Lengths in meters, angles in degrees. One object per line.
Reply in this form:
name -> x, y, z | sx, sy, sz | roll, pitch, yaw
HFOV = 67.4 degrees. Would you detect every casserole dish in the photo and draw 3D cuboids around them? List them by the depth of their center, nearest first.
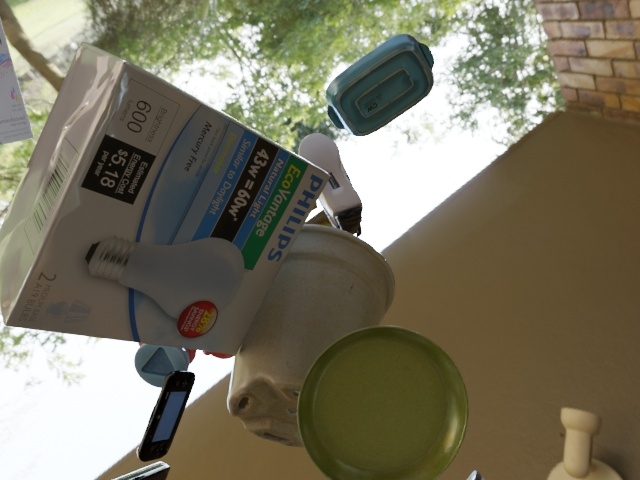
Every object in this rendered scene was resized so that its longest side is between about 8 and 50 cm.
casserole dish -> 0.097, -0.236, 0.755 | 0.188, 0.114, 0.037 | -31, -149, 14

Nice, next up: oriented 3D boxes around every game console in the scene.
game console -> -0.371, 0.460, 1.044 | 0.043, 0.213, 0.362 | 16, -100, 13

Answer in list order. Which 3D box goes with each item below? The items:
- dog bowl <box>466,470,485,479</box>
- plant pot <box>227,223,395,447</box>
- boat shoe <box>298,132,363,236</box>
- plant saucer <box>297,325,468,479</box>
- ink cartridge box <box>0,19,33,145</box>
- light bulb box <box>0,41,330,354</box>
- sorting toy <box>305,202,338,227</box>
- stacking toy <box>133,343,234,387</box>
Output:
dog bowl -> 0.184, 0.553, 0.677 | 0.150, 0.408, 0.408 | 30, -114, 25
plant pot -> -0.030, 0.192, 0.900 | 0.333, 0.334, 0.306 | -20, -144, 26
boat shoe -> 0.028, -0.150, 1.401 | 0.127, 0.158, 0.341 | -17, -124, -5
plant saucer -> 0.087, 0.238, 0.682 | 0.240, 0.241, 0.037 | -36, -178, 0
ink cartridge box -> -0.731, -0.360, 0.941 | 0.119, 0.354, 0.207 | 0, -158, 12
light bulb box -> -0.240, -0.043, 0.747 | 0.225, 0.360, 0.358 | 35, -80, 45
sorting toy -> 0.000, 0.000, 1.605 | 0.196, 0.348, 0.047 | -40, -141, -19
stacking toy -> -0.340, 0.199, 1.127 | 0.308, 0.280, 0.130 | -28, -166, 13
